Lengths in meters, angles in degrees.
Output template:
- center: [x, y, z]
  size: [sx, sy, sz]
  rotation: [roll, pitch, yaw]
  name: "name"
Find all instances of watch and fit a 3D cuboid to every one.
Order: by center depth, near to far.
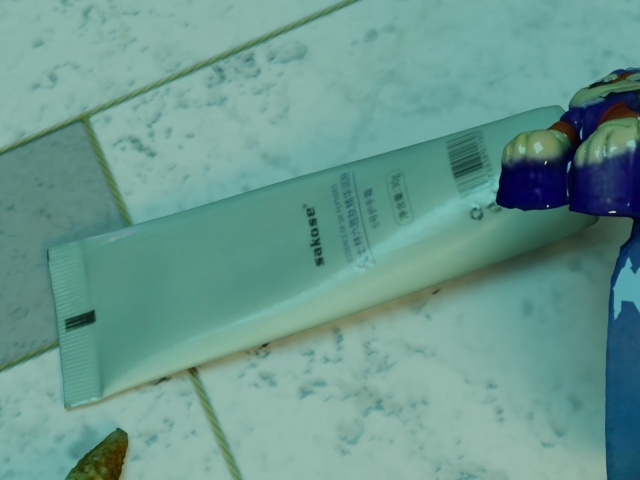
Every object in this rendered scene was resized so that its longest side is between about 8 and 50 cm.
- center: [0.187, 0.026, 0.889]
  size: [0.171, 0.200, 0.196]
  rotation: [4, 13, 24]
  name: "watch"

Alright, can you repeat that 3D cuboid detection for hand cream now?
- center: [0.000, 0.000, 1.025]
  size: [0.321, 0.067, 0.109]
  rotation: [-17, 56, 7]
  name: "hand cream"

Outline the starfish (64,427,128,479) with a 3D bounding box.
- center: [-0.107, 0.207, 0.864]
  size: [0.358, 0.078, 0.347]
  rotation: [-4, 42, -7]
  name: "starfish"
